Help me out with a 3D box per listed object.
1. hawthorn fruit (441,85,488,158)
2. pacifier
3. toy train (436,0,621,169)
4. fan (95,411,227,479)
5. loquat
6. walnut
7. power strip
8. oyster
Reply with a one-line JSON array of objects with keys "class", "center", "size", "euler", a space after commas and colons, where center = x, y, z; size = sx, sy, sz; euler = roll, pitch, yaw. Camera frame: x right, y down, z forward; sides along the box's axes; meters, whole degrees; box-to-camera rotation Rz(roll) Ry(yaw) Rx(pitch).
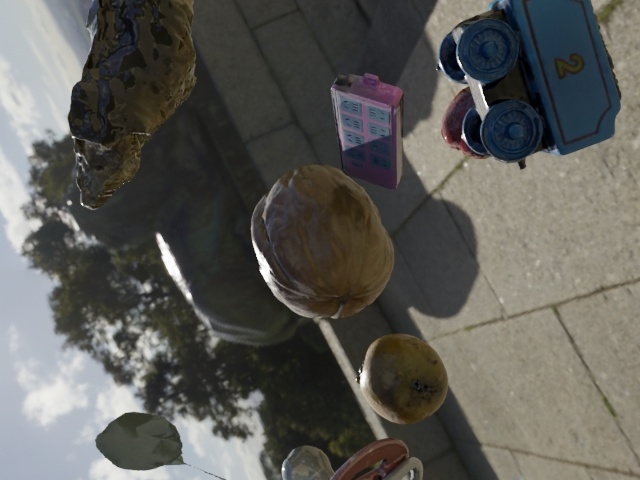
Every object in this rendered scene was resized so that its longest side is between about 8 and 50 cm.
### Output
[{"class": "hawthorn fruit", "center": [0.380, -0.285, 1.816], "size": [0.173, 0.174, 0.178], "euler": [177, 102, -79]}, {"class": "pacifier", "center": [0.048, 0.482, 1.370], "size": [0.220, 0.273, 0.331], "euler": [-64, -14, -63]}, {"class": "toy train", "center": [0.364, -0.278, 1.315], "size": [0.188, 0.265, 0.300], "euler": [-107, -4, -80]}, {"class": "fan", "center": [-0.323, 0.456, 1.611], "size": [0.310, 0.182, 0.010], "euler": [34, -155, -25]}, {"class": "loquat", "center": [0.146, 0.259, 1.418], "size": [0.205, 0.149, 0.172], "euler": [-8, 121, 50]}, {"class": "walnut", "center": [-0.002, 0.000, 1.455], "size": [0.277, 0.252, 0.312], "euler": [61, -174, -51]}, {"class": "power strip", "center": [0.082, -0.174, 1.252], "size": [0.109, 0.037, 0.279], "euler": [19, 158, 15]}, {"class": "oyster", "center": [-0.236, -0.200, 0.931], "size": [0.166, 0.341, 0.110], "euler": [26, -179, -26]}]
